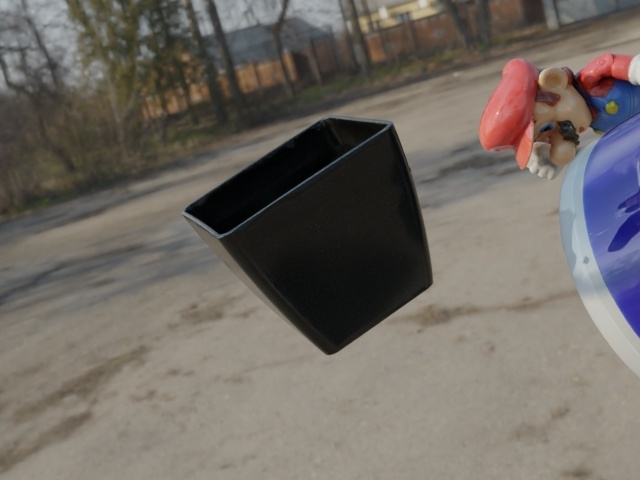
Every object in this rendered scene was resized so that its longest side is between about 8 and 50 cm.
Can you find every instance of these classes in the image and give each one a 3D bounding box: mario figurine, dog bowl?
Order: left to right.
[{"bbox_3d":[0.364,-0.155,1.274,0.321,0.198,0.170,-13,32,-4],"label":"mario figurine"},{"bbox_3d":[0.337,0.005,0.844,0.265,0.264,0.104,-25,-8,-41],"label":"dog bowl"}]

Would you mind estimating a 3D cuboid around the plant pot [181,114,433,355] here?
[{"bbox_3d":[0.000,0.000,0.961,0.188,0.167,0.187,-33,17,-11],"label":"plant pot"}]

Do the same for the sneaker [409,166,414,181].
[{"bbox_3d":[0.023,-0.074,1.218,0.189,0.071,0.066,14,-3,3],"label":"sneaker"}]
